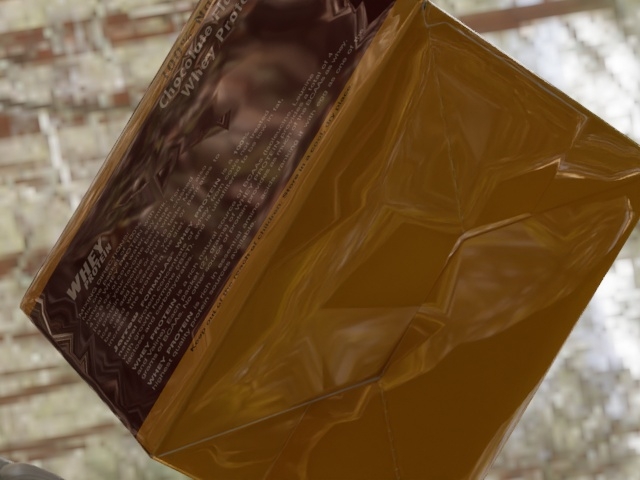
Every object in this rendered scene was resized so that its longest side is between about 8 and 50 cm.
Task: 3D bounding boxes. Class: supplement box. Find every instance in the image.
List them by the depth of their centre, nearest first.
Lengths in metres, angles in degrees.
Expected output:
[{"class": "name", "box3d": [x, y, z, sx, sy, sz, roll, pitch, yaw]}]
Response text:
[{"class": "supplement box", "box3d": [0.000, 0.000, 0.804, 0.191, 0.129, 0.194, -59, -153, 1]}]

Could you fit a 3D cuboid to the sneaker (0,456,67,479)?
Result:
[{"class": "sneaker", "box3d": [-0.122, 0.134, 0.795, 0.279, 0.118, 0.107, 38, 72, -33]}]
